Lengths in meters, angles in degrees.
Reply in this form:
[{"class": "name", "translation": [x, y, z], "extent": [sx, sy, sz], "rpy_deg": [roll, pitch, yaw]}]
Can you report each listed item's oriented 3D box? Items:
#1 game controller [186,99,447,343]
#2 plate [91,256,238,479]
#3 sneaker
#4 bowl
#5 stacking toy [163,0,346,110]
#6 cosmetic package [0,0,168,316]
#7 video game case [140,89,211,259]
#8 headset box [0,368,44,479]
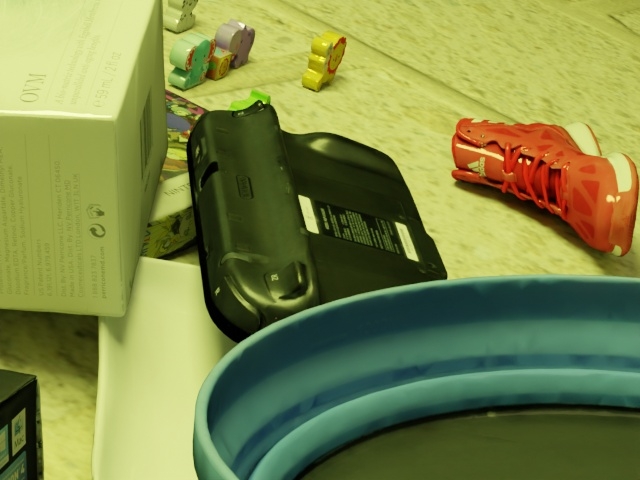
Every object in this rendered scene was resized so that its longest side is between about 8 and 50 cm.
[{"class": "game controller", "translation": [0.000, 0.000, 1.142], "extent": [0.166, 0.067, 0.319], "rpy_deg": [24, 21, -17]}, {"class": "plate", "translation": [0.003, 0.107, 1.022], "extent": [0.278, 0.045, 0.277], "rpy_deg": [10, 25, -12]}, {"class": "sneaker", "translation": [0.173, -0.044, 1.425], "extent": [0.128, 0.087, 0.221], "rpy_deg": [3, 14, -8]}, {"class": "bowl", "translation": [0.140, 0.110, 0.778], "extent": [0.391, 0.077, 0.391], "rpy_deg": [1, 17, 0]}, {"class": "stacking toy", "translation": [-0.093, -0.167, 1.538], "extent": [0.167, 0.052, 0.221], "rpy_deg": [23, 26, 16]}, {"class": "cosmetic package", "translation": [-0.219, -0.071, 1.089], "extent": [0.224, 0.138, 0.224], "rpy_deg": [1, 30, 1]}, {"class": "video game case", "translation": [-0.158, -0.068, 1.299], "extent": [0.232, 0.042, 0.210], "rpy_deg": [28, 27, 24]}, {"class": "headset box", "translation": [-0.282, 0.129, 0.648], "extent": [0.283, 0.131, 0.246], "rpy_deg": [9, 22, 17]}]
